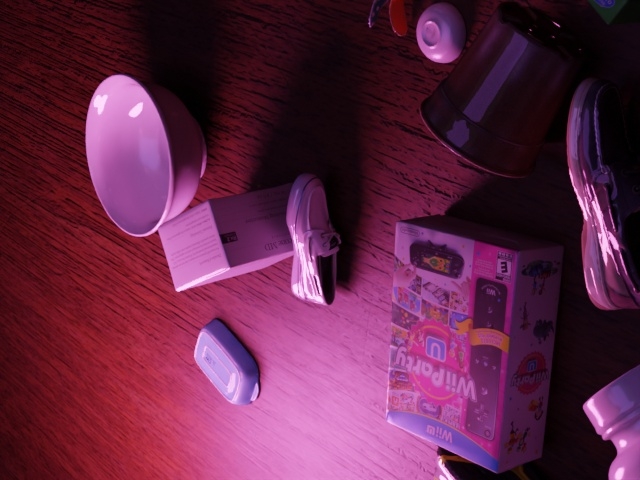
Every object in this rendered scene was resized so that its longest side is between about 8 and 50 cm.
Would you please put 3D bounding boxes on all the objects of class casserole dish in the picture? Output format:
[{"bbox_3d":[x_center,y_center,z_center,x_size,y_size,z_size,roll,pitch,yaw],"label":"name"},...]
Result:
[{"bbox_3d":[-0.184,0.234,2.049,0.188,0.037,0.114,45,131,34],"label":"casserole dish"}]

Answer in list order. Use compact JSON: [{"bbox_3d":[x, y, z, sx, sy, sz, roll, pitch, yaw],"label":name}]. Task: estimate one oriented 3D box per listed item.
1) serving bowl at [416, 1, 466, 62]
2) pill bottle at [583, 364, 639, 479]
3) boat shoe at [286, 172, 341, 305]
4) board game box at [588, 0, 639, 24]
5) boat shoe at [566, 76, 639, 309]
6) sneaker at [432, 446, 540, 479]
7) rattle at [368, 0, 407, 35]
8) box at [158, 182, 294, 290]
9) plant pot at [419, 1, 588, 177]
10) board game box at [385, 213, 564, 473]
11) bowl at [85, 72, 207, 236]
[{"bbox_3d":[0.161,-0.286,1.488,0.083,0.027,0.083,18,113,47],"label":"serving bowl"},{"bbox_3d":[0.437,0.288,1.208,0.319,0.176,0.176,59,138,20],"label":"pill bottle"},{"bbox_3d":[0.000,0.000,1.739,0.075,0.083,0.226,20,128,33],"label":"boat shoe"},{"bbox_3d":[0.357,-0.435,1.180,0.242,0.064,0.316,57,137,22],"label":"board game box"},{"bbox_3d":[0.357,-0.052,1.271,0.092,0.102,0.285,4,107,44],"label":"boat shoe"},{"bbox_3d":[0.293,0.427,1.473,0.385,0.145,0.147,49,142,44],"label":"sneaker"},{"bbox_3d":[0.102,-0.406,1.495,0.200,0.130,0.143,86,160,-55],"label":"rattle"},{"bbox_3d":[-0.144,-0.006,1.815,0.182,0.181,0.119,-22,84,50],"label":"box"},{"bbox_3d":[0.233,-0.194,1.336,0.167,0.167,0.165,48,126,30],"label":"plant pot"},{"bbox_3d":[0.205,0.134,1.492,0.224,0.097,0.303,17,110,48],"label":"board game box"},{"bbox_3d":[-0.303,-0.164,1.996,0.298,0.134,0.298,18,114,47],"label":"bowl"}]
